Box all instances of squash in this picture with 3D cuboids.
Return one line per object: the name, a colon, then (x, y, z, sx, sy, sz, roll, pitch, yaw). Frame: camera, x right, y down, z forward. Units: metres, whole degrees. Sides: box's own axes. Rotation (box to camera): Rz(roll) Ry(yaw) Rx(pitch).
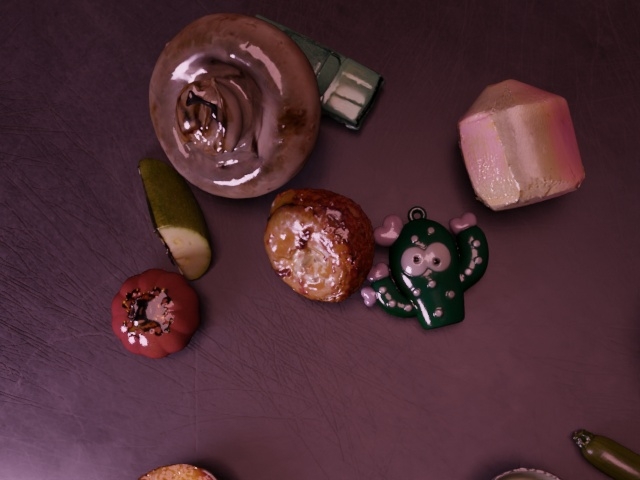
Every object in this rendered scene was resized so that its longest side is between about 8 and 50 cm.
squash: (-0.302, -0.062, 1.539, 0.093, 0.169, 0.252, -24, 44, -3)
squash: (0.587, 0.430, 1.336, 0.258, 0.069, 0.069, 26, 82, 9)

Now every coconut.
coconut: (0.374, -0.189, 1.398, 0.233, 0.233, 0.245, -16, 85, 2)

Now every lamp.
lamp: (-0.329, 0.144, 1.441, 0.182, 0.140, 0.182, 0, 83, 2)

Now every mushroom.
mushroom: (-0.182, -0.250, 1.399, 0.362, 0.294, 0.362, 9, 114, 21)

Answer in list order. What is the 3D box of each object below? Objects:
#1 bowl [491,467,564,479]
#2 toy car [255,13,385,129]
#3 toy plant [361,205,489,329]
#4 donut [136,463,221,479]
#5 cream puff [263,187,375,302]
bowl: (0.373, 0.514, 1.317, 0.211, 0.112, 0.211, -1, 80, 5)
toy car: (-0.033, -0.355, 1.531, 0.321, 0.097, 0.141, 28, 83, 10)
toy plant: (0.207, 0.050, 1.423, 0.233, 0.112, 0.243, 12, 86, 2)
donut: (-0.280, 0.505, 1.384, 0.259, 0.101, 0.152, -22, 77, 2)
cream puff: (0.000, 0.001, 1.406, 0.240, 0.240, 0.164, 32, 49, 10)
